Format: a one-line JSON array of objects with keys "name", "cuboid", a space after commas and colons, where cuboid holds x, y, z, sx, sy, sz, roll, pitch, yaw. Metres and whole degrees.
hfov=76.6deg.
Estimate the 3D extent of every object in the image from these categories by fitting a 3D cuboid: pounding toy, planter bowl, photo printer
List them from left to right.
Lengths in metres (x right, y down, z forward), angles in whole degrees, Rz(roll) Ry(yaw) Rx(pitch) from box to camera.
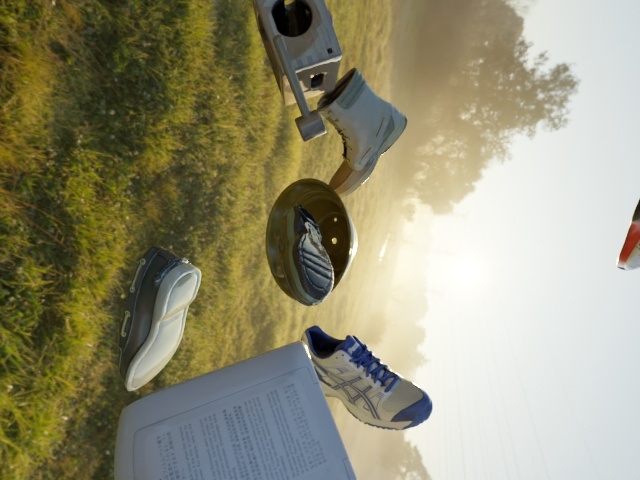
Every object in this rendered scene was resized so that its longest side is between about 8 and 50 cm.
[{"name": "photo printer", "cuboid": [-0.126, 0.312, 0.586, 0.107, 0.307, 0.256, 107, -37, -57]}, {"name": "pounding toy", "cuboid": [-0.014, -0.240, 0.532, 0.181, 0.094, 0.206, -163, -126, -87]}, {"name": "planter bowl", "cuboid": [0.000, 0.000, 0.740, 0.090, 0.217, 0.217, 1, 102, -46]}]

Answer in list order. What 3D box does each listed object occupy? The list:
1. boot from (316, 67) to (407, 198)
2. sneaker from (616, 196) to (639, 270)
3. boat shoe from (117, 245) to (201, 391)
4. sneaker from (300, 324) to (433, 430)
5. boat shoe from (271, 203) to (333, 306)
[{"name": "boot", "cuboid": [0.048, -0.199, 0.784, 0.213, 0.165, 0.077, -51, -144, 12]}, {"name": "sneaker", "cuboid": [0.590, 0.001, 0.661, 0.090, 0.144, 0.270, -58, 143, -12]}, {"name": "boat shoe", "cuboid": [-0.310, 0.147, 0.740, 0.305, 0.091, 0.109, -62, 164, 24]}, {"name": "sneaker", "cuboid": [0.073, 0.260, 0.796, 0.112, 0.296, 0.131, -32, 126, -52]}, {"name": "boat shoe", "cuboid": [-0.032, 0.027, 0.533, 0.072, 0.068, 0.190, -40, -154, 17]}]
